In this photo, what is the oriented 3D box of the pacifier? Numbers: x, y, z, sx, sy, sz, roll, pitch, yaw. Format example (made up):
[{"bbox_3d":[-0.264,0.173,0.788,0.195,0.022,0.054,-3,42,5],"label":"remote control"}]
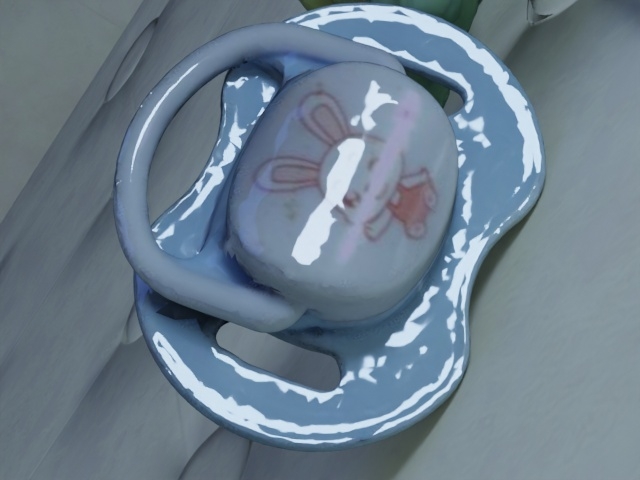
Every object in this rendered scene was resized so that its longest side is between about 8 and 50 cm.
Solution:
[{"bbox_3d":[0.000,0.000,1.098,0.226,0.238,0.287,87,-157,-65],"label":"pacifier"}]

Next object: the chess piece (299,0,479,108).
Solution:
[{"bbox_3d":[0.059,-0.190,1.247,0.176,0.175,0.298,-55,14,15],"label":"chess piece"}]
